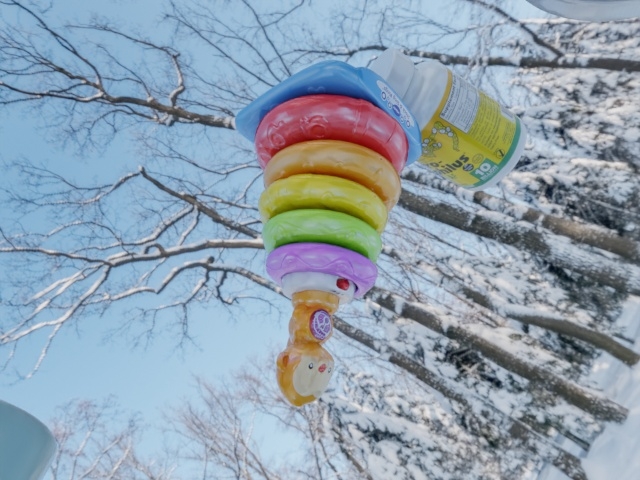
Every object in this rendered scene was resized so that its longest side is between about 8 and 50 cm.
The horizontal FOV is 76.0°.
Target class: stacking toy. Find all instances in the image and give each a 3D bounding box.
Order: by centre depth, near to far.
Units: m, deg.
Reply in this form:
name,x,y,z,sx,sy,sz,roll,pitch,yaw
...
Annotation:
name,x,y,z,sx,sy,sz,roll,pitch,yaw
stacking toy,0.000,0.000,0.397,0.175,0.166,0.301,31,-123,-42

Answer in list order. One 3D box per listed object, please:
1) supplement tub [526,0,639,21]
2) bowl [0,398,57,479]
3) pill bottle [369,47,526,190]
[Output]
name,x,y,z,sx,sy,sz,roll,pitch,yaw
supplement tub,0.176,-0.264,0.185,0.191,0.191,0.272,-63,-24,0
bowl,-0.393,0.241,0.302,0.312,0.163,0.311,-9,-44,-9
pill bottle,0.153,-0.157,0.538,0.208,0.117,0.117,24,-87,-21
